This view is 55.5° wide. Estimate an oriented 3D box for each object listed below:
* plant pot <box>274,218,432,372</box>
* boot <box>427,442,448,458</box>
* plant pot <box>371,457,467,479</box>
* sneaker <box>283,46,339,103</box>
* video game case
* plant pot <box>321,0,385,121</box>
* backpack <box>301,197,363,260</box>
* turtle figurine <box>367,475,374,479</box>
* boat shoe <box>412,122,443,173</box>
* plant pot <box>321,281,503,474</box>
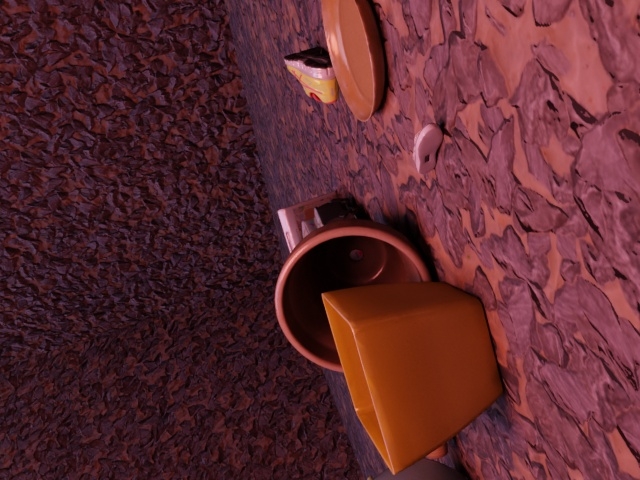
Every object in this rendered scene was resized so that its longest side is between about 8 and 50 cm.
[{"bbox_3d":[0.060,0.063,1.078,0.229,0.262,0.263,-81,-22,-68],"label":"plant pot"},{"bbox_3d":[0.174,0.290,1.243,0.295,0.104,0.211,-163,61,-74],"label":"boot"},{"bbox_3d":[0.189,0.525,1.130,0.290,0.290,0.195,82,-152,-50],"label":"plant pot"},{"bbox_3d":[-0.016,-0.328,1.223,0.208,0.081,0.094,-122,14,-58],"label":"sneaker"},{"bbox_3d":[0.000,0.000,1.480,0.227,0.026,0.207,-24,-81,-54],"label":"video game case"},{"bbox_3d":[0.054,-0.309,0.966,0.236,0.032,0.237,162,90,-83],"label":"plant pot"},{"bbox_3d":[0.042,0.021,1.360,0.189,0.144,0.166,65,177,-23],"label":"backpack"},{"bbox_3d":[0.192,0.635,1.370,0.274,0.266,0.198,29,-104,-57],"label":"turtle figurine"},{"bbox_3d":[0.136,-0.127,0.797,0.100,0.035,0.035,74,172,-65],"label":"boat shoe"},{"bbox_3d":[0.135,0.165,0.874,0.212,0.187,0.212,-146,39,-78],"label":"plant pot"}]
